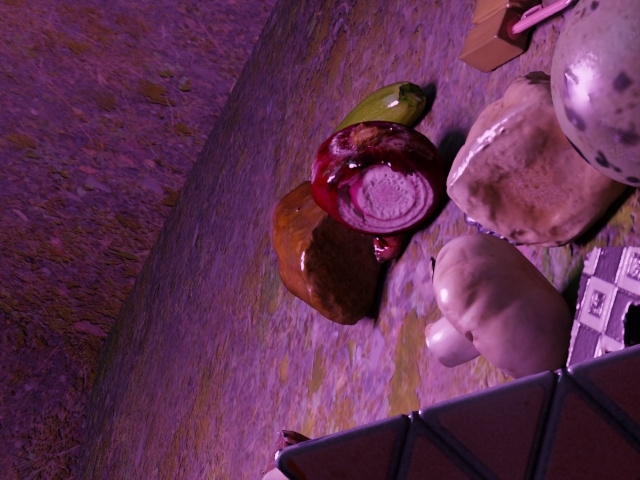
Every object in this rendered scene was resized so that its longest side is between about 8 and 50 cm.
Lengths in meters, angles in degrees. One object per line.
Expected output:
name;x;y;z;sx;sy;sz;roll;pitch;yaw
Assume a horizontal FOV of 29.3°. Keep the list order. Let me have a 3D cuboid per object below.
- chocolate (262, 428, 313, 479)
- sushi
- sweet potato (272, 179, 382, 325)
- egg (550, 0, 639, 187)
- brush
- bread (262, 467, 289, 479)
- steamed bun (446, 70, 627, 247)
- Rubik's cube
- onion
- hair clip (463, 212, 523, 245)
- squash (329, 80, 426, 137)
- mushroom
chocolate;-0.025;0.330;1.476;0.214;0.093;0.148;-125;56;-73
sushi;0.249;0.110;0.927;0.193;0.040;0.210;-176;98;-72
sweet potato;0.000;0.000;1.741;0.157;0.158;0.369;-66;16;11
egg;0.280;-0.143;0.923;0.228;0.177;0.177;-48;22;18
brush;0.246;-0.280;1.457;0.233;0.047;0.103;-20;50;69
bread;-0.018;0.391;1.041;0.423;0.245;0.329;-69;-23;-9
steamed bun;0.220;-0.097;1.172;0.172;0.141;0.155;-50;11;41
Rubik's cube;0.141;0.188;0.902;0.228;0.228;0.233;17;51;36
onion;0.077;-0.069;1.581;0.198;0.173;0.135;81;-168;-47
hair clip;0.200;-0.057;1.317;0.195;0.052;0.124;-155;81;-70
squash;0.069;-0.160;1.834;0.292;0.082;0.082;-45;28;56
mushroom;0.154;0.069;1.108;0.122;0.154;0.154;-39;21;8
